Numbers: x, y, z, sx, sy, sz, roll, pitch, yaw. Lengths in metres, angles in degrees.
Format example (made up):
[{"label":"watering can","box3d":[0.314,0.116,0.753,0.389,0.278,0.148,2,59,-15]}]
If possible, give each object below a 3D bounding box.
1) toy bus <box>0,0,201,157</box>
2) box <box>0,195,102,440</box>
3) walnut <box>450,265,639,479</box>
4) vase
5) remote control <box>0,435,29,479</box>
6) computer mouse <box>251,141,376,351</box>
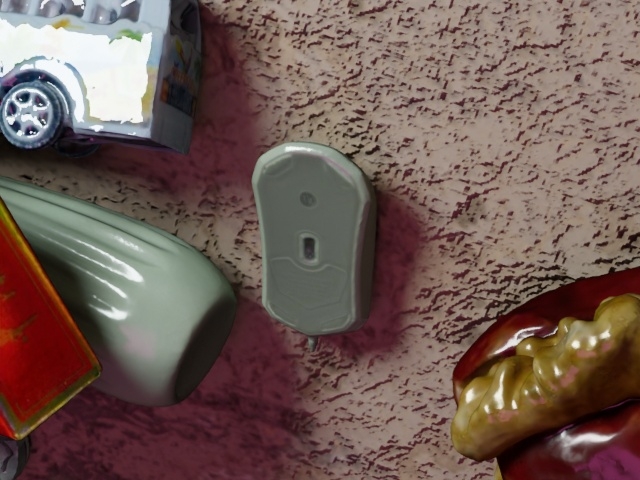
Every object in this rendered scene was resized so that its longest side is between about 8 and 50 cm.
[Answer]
[{"label":"toy bus","box3d":[-0.251,-0.137,1.296,0.329,0.109,0.136,9,89,13]},{"label":"box","box3d":[-0.307,0.027,1.315,0.313,0.089,0.197,4,128,55]},{"label":"walnut","box3d":[0.228,0.105,1.212,0.269,0.222,0.244,-25,133,10]},{"label":"vase","box3d":[-0.189,0.025,1.359,0.248,0.128,0.128,28,120,15]},{"label":"remote control","box3d":[-0.361,0.143,1.506,0.247,0.052,0.104,20,123,6]},{"label":"computer mouse","box3d":[0.000,0.000,1.323,0.089,0.056,0.182,11,124,18]}]
